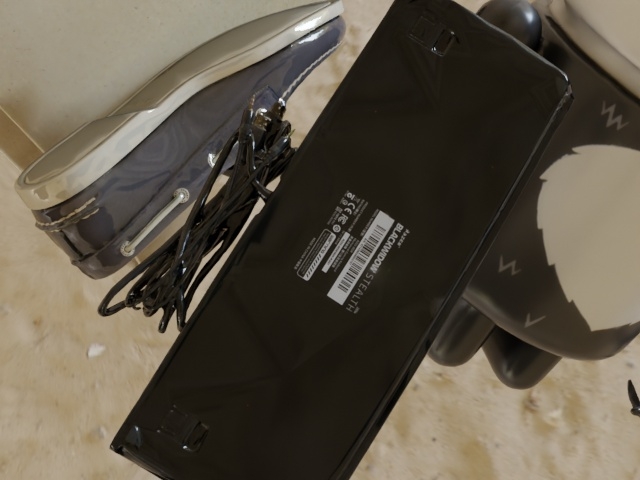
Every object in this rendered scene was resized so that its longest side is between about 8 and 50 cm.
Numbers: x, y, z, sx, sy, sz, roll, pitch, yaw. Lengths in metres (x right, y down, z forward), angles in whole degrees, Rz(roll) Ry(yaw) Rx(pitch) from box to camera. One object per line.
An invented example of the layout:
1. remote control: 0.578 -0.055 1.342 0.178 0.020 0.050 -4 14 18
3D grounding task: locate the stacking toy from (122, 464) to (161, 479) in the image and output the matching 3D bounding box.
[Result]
1. stacking toy: -0.046 0.297 0.414 0.350 0.351 0.480 2 63 -12

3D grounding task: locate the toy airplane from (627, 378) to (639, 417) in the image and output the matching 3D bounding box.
1. toy airplane: 0.266 0.112 0.771 0.151 0.028 0.151 14 44 -14

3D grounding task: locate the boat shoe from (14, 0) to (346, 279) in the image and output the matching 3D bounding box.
1. boat shoe: -0.058 -0.057 0.589 0.206 0.075 0.065 -39 115 -28

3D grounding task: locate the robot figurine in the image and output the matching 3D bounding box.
1. robot figurine: 0.157 -0.042 0.666 0.173 0.209 0.278 43 115 16

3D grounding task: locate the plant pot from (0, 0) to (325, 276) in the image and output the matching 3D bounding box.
1. plant pot: -0.107 -0.163 0.733 0.256 0.256 0.274 45 78 -9

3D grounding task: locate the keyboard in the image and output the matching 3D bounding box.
1. keyboard: 0.000 0.000 0.395 0.100 0.038 0.192 34 80 -5
